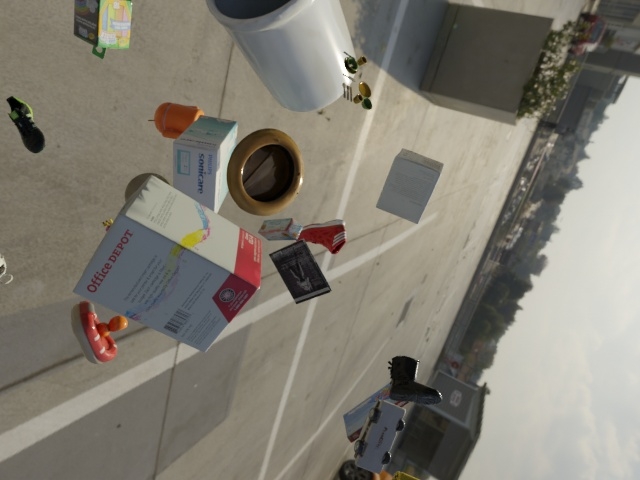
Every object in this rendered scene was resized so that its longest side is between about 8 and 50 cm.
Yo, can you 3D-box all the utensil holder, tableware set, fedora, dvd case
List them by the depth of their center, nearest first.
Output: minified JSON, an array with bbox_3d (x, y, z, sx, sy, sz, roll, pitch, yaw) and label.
[{"bbox_3d":[-0.128,-0.148,0.906,0.195,0.079,0.194,-9,104,-37],"label":"fedora"},{"bbox_3d":[0.103,-0.421,1.095,0.104,0.024,0.153,16,67,-38],"label":"tableware set"},{"bbox_3d":[-0.088,-0.610,1.203,0.327,0.328,0.385,-63,156,-9],"label":"utensil holder"},{"bbox_3d":[-0.076,0.118,1.546,0.221,0.165,0.018,62,29,-7],"label":"dvd case"}]

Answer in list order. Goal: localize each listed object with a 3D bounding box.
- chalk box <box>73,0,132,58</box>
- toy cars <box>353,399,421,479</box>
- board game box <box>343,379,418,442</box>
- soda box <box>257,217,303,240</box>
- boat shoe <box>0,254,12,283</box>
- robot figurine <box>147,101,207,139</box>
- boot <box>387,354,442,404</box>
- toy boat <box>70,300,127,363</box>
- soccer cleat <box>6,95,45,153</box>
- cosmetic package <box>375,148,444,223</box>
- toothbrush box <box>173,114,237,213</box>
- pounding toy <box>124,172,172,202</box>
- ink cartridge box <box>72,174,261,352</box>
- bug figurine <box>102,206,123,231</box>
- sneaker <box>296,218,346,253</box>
[{"bbox_3d":[-0.762,-0.753,1.460,0.132,0.133,0.212,-33,149,-55],"label":"chalk box"},{"bbox_3d":[0.183,0.638,1.170,0.087,0.177,0.392,166,-90,-75],"label":"toy cars"},{"bbox_3d":[0.201,0.539,1.373,0.281,0.027,0.145,-35,-174,1],"label":"board game box"},{"bbox_3d":[-0.147,-0.039,1.514,0.063,0.183,0.058,40,65,-33],"label":"soda box"},{"bbox_3d":[-1.084,0.085,1.352,0.136,0.367,0.156,-44,111,-41],"label":"boat shoe"},{"bbox_3d":[-0.521,-0.445,1.564,0.128,0.220,0.157,116,-12,-89],"label":"robot figurine"},{"bbox_3d":[0.210,0.312,0.937,0.099,0.121,0.045,-72,156,-49],"label":"boot"},{"bbox_3d":[-0.735,0.303,1.415,0.151,0.151,0.230,-17,127,-23],"label":"toy boat"},{"bbox_3d":[-0.816,-0.317,1.147,0.060,0.178,0.072,-30,164,-2],"label":"soccer cleat"},{"bbox_3d":[0.292,-0.179,1.361,0.151,0.152,0.183,-48,159,-61],"label":"cosmetic package"},{"bbox_3d":[-0.344,-0.232,1.270,0.295,0.126,0.216,-90,-169,-58],"label":"toothbrush box"},{"bbox_3d":[-0.660,-0.148,1.668,0.183,0.236,0.110,-24,-175,-9],"label":"pounding toy"},{"bbox_3d":[-0.184,0.028,0.535,0.128,0.176,0.127,-48,-156,19],"label":"ink cartridge box"},{"bbox_3d":[-0.871,-0.024,1.928,0.072,0.217,0.278,-126,-160,-76],"label":"bug figurine"},{"bbox_3d":[0.000,0.000,1.683,0.087,0.222,0.127,40,37,-57],"label":"sneaker"}]
